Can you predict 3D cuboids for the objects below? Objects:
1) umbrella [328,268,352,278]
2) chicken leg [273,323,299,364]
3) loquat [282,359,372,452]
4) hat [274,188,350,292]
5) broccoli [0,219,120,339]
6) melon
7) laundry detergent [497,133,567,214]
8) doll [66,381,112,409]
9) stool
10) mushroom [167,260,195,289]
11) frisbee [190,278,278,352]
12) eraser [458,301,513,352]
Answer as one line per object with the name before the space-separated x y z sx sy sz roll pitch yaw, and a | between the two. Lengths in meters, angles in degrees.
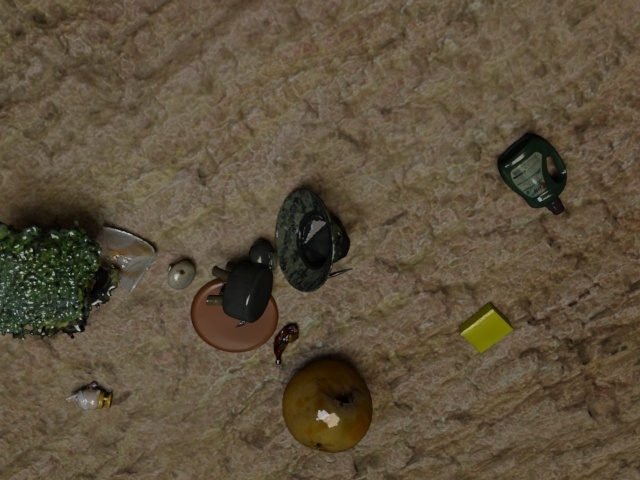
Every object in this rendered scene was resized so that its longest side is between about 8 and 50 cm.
umbrella | 0.018 0.103 1.776 0.149 0.022 0.022 -18 77 -2
chicken leg | -0.106 0.299 1.855 0.062 0.037 0.145 25 110 -27
loquat | 0.021 0.476 1.832 0.263 0.263 0.263 -1 114 -1
hat | 0.000 0.000 1.658 0.128 0.265 0.265 -2 120 -37
broccoli | -0.683 0.093 1.593 0.324 0.272 0.334 13 122 18
melon | -0.503 0.054 1.701 0.140 0.093 0.202 -12 120 -4
laundry detergent | 0.564 -0.158 1.637 0.144 0.078 0.222 -43 108 12
doll | -0.684 0.460 1.897 0.127 0.073 0.084 7 81 -9
stool | -0.201 0.111 1.705 0.139 0.228 0.153 16 147 15
mushroom | -0.384 0.087 1.731 0.079 0.085 0.085 31 115 23
frisbee | -0.244 0.215 1.818 0.251 0.021 0.250 -1 113 -2
eraser | 0.473 0.252 1.838 0.097 0.045 0.122 42 108 -17
